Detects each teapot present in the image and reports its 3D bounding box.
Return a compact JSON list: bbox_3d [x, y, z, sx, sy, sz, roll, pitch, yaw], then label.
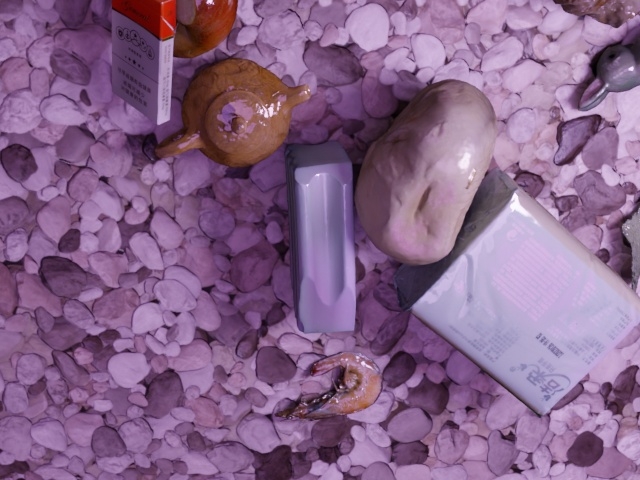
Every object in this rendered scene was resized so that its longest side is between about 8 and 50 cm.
[{"bbox_3d":[-0.165,-0.223,1.602,0.311,0.167,0.203,-22,112,2],"label":"teapot"}]

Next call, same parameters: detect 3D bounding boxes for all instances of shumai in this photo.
[{"bbox_3d":[0.501,-0.494,1.617,0.184,0.218,0.185,-26,150,7],"label":"shumai"}]

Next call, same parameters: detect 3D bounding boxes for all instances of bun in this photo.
[{"bbox_3d":[0.192,-0.133,1.593,0.213,0.361,0.360,22,108,9],"label":"bun"}]

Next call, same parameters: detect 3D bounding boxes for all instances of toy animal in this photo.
[{"bbox_3d":[0.610,-0.340,1.689,0.251,0.125,0.127,-22,140,18],"label":"toy animal"}]

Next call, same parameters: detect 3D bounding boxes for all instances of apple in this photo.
[{"bbox_3d":[-0.226,-0.418,1.518,0.160,0.195,0.173,-4,73,-38],"label":"apple"}]

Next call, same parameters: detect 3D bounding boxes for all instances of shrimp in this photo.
[{"bbox_3d":[0.014,0.326,1.900,0.251,0.052,0.143,-19,101,-8],"label":"shrimp"}]

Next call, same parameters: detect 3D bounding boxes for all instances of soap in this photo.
[{"bbox_3d":[0.000,0.000,1.684,0.115,0.208,0.346,-4,111,-6],"label":"soap"}]

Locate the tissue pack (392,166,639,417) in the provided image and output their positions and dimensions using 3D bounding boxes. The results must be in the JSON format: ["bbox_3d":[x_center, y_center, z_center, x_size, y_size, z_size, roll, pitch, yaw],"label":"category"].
[{"bbox_3d":[0.404,0.108,1.778,0.405,0.205,0.331,39,102,-19],"label":"tissue pack"}]

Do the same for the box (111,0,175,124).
[{"bbox_3d":[-0.314,-0.338,1.525,0.035,0.139,0.245,-31,145,-39],"label":"box"}]

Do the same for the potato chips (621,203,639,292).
[{"bbox_3d":[0.698,0.009,1.849,0.167,0.059,0.228,41,83,-33],"label":"potato chips"}]
